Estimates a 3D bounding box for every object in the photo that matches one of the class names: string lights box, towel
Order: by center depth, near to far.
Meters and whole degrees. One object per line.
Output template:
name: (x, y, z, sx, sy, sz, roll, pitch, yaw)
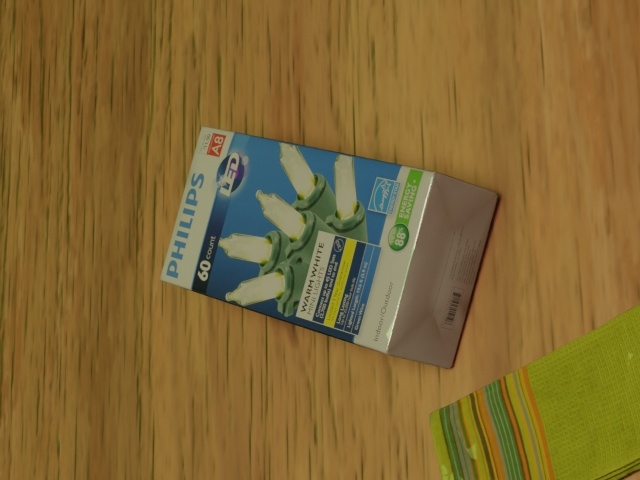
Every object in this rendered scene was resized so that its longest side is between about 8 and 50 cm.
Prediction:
towel: (0.170, 0.113, 1.055, 0.237, 0.021, 0.102, -33, 57, 32)
string lights box: (0.000, 0.000, 1.214, 0.259, 0.077, 0.133, 14, 89, 46)
